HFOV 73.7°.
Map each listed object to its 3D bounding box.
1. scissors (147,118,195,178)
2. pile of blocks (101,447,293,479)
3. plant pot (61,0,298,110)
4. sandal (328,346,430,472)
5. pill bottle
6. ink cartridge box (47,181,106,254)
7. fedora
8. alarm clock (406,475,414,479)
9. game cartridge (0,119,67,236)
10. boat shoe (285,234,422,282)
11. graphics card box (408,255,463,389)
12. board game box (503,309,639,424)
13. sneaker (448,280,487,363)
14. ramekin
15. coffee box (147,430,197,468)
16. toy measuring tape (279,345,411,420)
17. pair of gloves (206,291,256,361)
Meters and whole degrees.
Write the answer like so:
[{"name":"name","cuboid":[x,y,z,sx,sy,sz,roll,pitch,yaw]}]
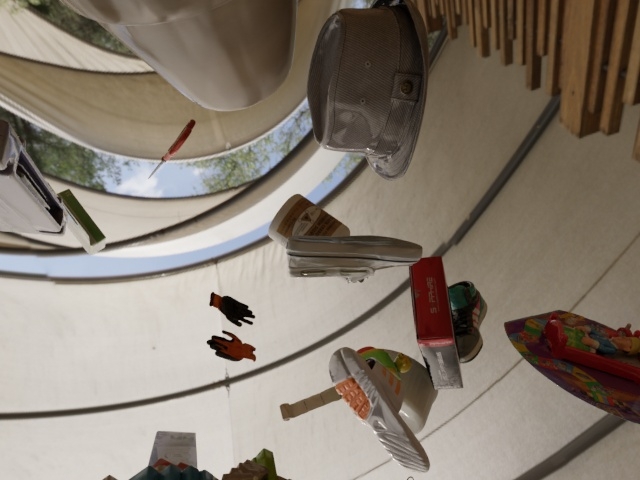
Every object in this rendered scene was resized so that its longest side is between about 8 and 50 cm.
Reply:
[{"name":"scissors","cuboid":[-0.426,-0.225,1.169,0.297,0.021,0.109,-34,-146,34]},{"name":"pile of blocks","cuboid":[-0.169,0.348,0.609,0.362,0.149,0.112,13,-163,-21]},{"name":"plant pot","cuboid":[-0.157,-0.333,0.559,0.323,0.280,0.323,-3,-112,7]},{"name":"sandal","cuboid":[0.112,0.288,0.760,0.102,0.265,0.076,-28,-172,46]},{"name":"pill bottle","cuboid":[0.000,0.000,1.031,0.229,0.131,0.131,35,-123,7]},{"name":"ink cartridge box","cuboid":[-0.659,-0.062,1.162,0.056,0.171,0.235,-39,-174,-32]},{"name":"fedora","cuboid":[0.054,-0.227,0.646,0.124,0.275,0.244,-4,-145,-17]},{"name":"alarm clock","cuboid":[0.283,0.773,1.240,0.129,0.192,0.064,-24,-171,-37]},{"name":"game cartridge","cuboid":[-0.469,-0.076,0.525,0.355,0.230,0.068,153,-55,-65]},{"name":"boat shoe","cuboid":[0.054,0.034,0.718,0.226,0.076,0.083,4,-167,8]},{"name":"graphics card box","cuboid":[0.320,0.238,1.168,0.094,0.371,0.233,-9,-129,15]},{"name":"board game box","cuboid":[0.259,0.094,0.392,0.169,0.033,0.133,-2,-153,-32]},{"name":"sneaker","cuboid":[0.456,0.236,1.389,0.124,0.178,0.295,-23,-158,38]},{"name":"ramekin","cuboid":[0.214,0.482,1.327,0.277,0.277,0.135,3,-143,27]},{"name":"coffee box","cuboid":[-0.392,0.623,1.103,0.119,0.297,0.168,10,-101,-16]},{"name":"toy measuring tape","cuboid":[0.061,0.325,0.989,0.330,0.121,0.121,-16,-143,-11]},{"name":"pair of gloves","cuboid":[-0.109,0.108,0.527,0.010,0.074,0.083,-29,-130,27]}]
